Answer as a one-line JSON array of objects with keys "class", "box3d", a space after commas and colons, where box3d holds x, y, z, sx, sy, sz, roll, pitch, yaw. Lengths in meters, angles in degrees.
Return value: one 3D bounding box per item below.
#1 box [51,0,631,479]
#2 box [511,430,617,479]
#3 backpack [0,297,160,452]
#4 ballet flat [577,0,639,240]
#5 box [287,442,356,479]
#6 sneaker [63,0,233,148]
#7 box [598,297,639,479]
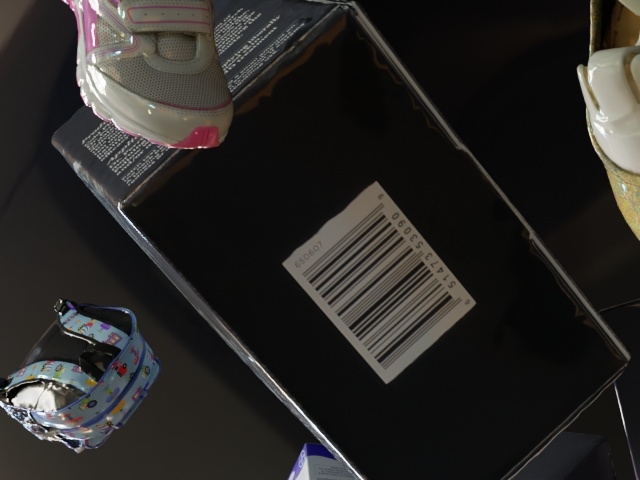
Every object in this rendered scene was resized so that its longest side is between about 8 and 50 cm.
[{"class": "box", "box3d": [0.000, 0.000, 1.682, 0.480, 0.297, 0.472, 50, 176, -19]}, {"class": "box", "box3d": [0.249, 0.432, 2.194, 0.343, 0.179, 0.312, 0, 113, 44]}, {"class": "backpack", "box3d": [-0.245, 0.148, 1.698, 0.173, 0.158, 0.117, 0, 138, 53]}, {"class": "ballet flat", "box3d": [0.231, -0.156, 1.108, 0.123, 0.348, 0.123, 1, -178, 0]}, {"class": "box", "box3d": [0.001, 0.333, 1.868, 0.072, 0.137, 0.126, 9, 131, -16]}, {"class": "sneaker", "box3d": [-0.127, -0.176, 1.143, 0.103, 0.252, 0.111, -7, 145, -34]}, {"class": "box", "box3d": [0.460, 0.218, 1.777, 0.182, 0.296, 0.294, -17, 159, 21]}]
